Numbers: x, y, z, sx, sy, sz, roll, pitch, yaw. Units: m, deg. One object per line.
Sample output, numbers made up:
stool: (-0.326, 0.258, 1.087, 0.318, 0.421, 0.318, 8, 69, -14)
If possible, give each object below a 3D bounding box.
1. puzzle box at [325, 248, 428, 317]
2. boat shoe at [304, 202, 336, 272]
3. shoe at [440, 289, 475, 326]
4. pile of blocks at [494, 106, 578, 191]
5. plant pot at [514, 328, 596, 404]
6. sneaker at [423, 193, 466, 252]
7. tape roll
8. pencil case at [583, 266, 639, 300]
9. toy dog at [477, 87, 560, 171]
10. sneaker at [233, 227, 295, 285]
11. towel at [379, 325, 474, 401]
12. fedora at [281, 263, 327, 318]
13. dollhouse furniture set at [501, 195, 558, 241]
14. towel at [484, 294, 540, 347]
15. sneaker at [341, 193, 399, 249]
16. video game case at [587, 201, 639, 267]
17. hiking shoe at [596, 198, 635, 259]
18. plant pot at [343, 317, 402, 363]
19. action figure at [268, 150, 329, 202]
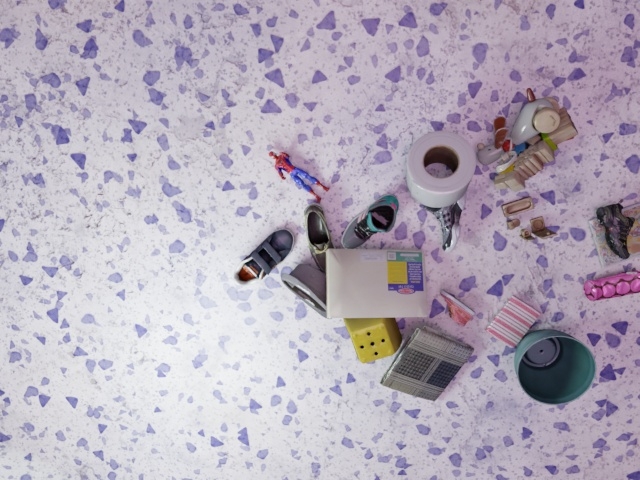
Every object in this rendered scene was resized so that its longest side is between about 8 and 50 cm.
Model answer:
puzzle box: (0.224, 0.172, 1.879, 0.408, 0.052, 0.272, 2, 78, -12)
boat shoe: (-0.005, 0.001, 1.944, 0.109, 0.091, 0.305, -11, 106, 9)
shoe: (0.554, 0.283, 1.972, 0.178, 0.063, 0.081, 35, 98, -7)
pile of blocks: (0.815, -0.328, 1.799, 0.112, 0.149, 0.362, 30, 114, -34)
plant pot: (0.917, 0.480, 1.912, 0.292, 0.196, 0.293, 1, 104, 6)
sneaker: (0.480, -0.091, 1.882, 0.152, 0.101, 0.269, 10, 97, 4)
tape roll: (0.442, -0.262, 1.764, 0.245, 0.169, 0.246, -2, 76, 8)
pencil case: (1.162, 0.175, 1.875, 0.209, 0.095, 0.098, -16, 136, 7)
toy dog: (0.704, -0.421, 1.724, 0.333, 0.220, 0.161, -41, 102, 15)
sneaker: (-0.234, 0.080, 1.976, 0.126, 0.127, 0.321, 45, 101, -3)
towel: (0.445, 0.522, 2.000, 0.324, 0.056, 0.312, 24, 107, -24)
fedora: (-0.028, 0.192, 1.956, 0.275, 0.244, 0.124, 38, 74, 1)
dollhouse furniture set: (0.807, -0.080, 1.835, 0.144, 0.123, 0.151, -18, 100, 9)
towel: (0.802, 0.338, 1.981, 0.144, 0.029, 0.197, 33, 101, -3)
sneaker: (0.197, -0.057, 1.873, 0.124, 0.178, 0.295, 43, 103, -5)
video game case: (1.195, -0.023, 1.860, 0.226, 0.026, 0.207, -21, 99, 10)
hiking shoe: (1.150, -0.038, 1.803, 0.114, 0.086, 0.227, -24, 98, 13)
plant pot: (0.215, 0.389, 1.967, 0.212, 0.187, 0.212, -19, 99, 9)
action figure: (-0.099, -0.263, 1.883, 0.280, 0.139, 0.091, 38, 102, -1)
